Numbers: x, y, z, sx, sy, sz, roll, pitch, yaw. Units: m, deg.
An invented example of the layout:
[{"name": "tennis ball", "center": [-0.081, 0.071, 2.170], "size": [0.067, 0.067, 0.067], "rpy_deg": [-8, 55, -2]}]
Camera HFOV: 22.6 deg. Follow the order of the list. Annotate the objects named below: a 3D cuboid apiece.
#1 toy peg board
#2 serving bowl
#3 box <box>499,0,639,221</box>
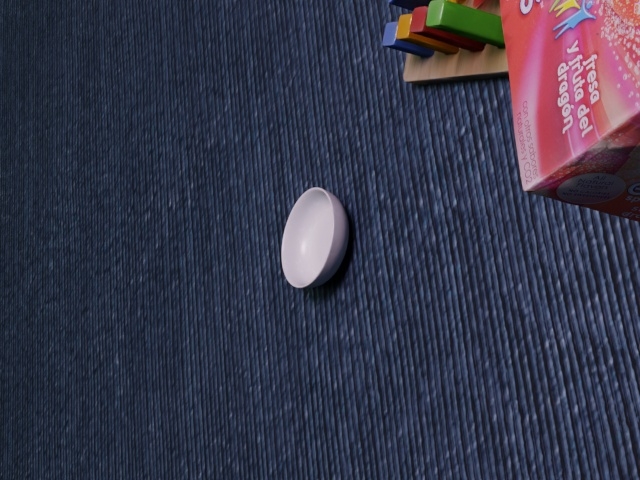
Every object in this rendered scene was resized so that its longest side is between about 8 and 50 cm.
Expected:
[{"name": "toy peg board", "center": [0.095, -0.204, 1.163], "size": [0.160, 0.079, 0.161], "rpy_deg": [4, 82, 61]}, {"name": "serving bowl", "center": [0.000, 0.000, 1.303], "size": [0.083, 0.027, 0.083], "rpy_deg": [-30, 54, 53]}, {"name": "box", "center": [0.198, -0.169, 0.894], "size": [0.142, 0.154, 0.300], "rpy_deg": [-38, 46, 49]}]
